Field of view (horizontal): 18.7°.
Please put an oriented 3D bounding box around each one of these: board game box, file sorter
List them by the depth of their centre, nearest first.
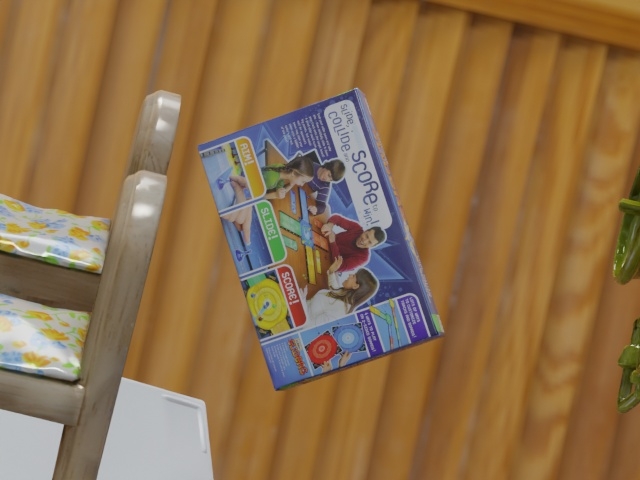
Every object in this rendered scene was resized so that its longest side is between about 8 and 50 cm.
[{"bbox_3d":[-0.230,0.204,1.387,0.173,0.277,0.193,-31,54,34],"label":"file sorter"},{"bbox_3d":[0.000,0.000,1.495,0.035,0.136,0.201,20,-128,-78],"label":"board game box"}]

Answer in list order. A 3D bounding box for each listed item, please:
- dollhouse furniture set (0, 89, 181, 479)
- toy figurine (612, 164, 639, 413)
[{"bbox_3d":[-0.236,-0.043,0.747,0.394,0.362,0.256,-98,23,-71],"label":"dollhouse furniture set"},{"bbox_3d":[0.301,-0.027,1.115,0.362,0.217,0.191,93,177,-65],"label":"toy figurine"}]
